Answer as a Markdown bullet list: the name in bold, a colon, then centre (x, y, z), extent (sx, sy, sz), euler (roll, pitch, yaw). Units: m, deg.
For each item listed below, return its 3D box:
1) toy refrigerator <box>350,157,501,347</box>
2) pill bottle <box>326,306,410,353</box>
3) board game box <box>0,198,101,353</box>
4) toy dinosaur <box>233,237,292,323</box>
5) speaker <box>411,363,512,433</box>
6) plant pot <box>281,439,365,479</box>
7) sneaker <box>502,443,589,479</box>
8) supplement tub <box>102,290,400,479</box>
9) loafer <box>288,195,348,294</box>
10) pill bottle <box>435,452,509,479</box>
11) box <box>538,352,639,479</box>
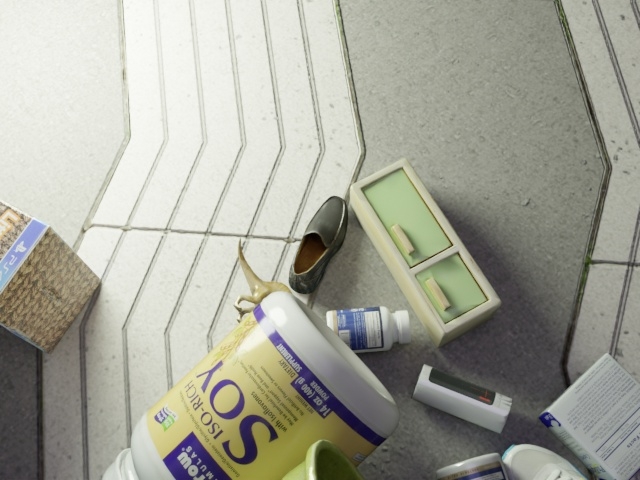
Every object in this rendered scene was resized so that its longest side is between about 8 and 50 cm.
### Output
- **toy refrigerator**: centre (0.153, 0.016, 1.190), extent (0.102, 0.094, 0.269), euler (-27, 71, -8)
- **pill bottle**: centre (0.071, 0.132, 1.162), extent (0.120, 0.067, 0.067), euler (-5, 69, 1)
- **board game box**: centre (-0.509, 0.015, 1.145), extent (0.291, 0.232, 0.141), euler (27, 72, 11)
- **toy dinosaur**: centre (-0.090, 0.090, 1.204), extent (0.183, 0.053, 0.093), euler (45, 61, 9)
- **speaker**: centre (0.203, 0.227, 1.127), extent (0.136, 0.055, 0.055), euler (21, 71, 10)
- **plant pot**: centre (-0.048, 0.390, 0.815), extent (0.254, 0.276, 0.276), euler (-29, 70, 6)
- **sneaker**: centre (0.346, 0.354, 1.052), extent (0.229, 0.092, 0.087), euler (37, 76, 16)
- **supplement tub**: centre (-0.089, 0.254, 1.013), extent (0.331, 0.241, 0.241), euler (-44, 73, 0)
- **loafer**: centre (0.000, 0.000, 1.219), extent (0.062, 0.061, 0.170), euler (17, 70, 10)
- **pill bottle**: centre (0.222, 0.378, 1.045), extent (0.094, 0.094, 0.169), euler (-15, 69, -3)
- **box**: centre (0.402, 0.253, 1.098), extent (0.126, 0.072, 0.137), euler (-39, 72, -12)
